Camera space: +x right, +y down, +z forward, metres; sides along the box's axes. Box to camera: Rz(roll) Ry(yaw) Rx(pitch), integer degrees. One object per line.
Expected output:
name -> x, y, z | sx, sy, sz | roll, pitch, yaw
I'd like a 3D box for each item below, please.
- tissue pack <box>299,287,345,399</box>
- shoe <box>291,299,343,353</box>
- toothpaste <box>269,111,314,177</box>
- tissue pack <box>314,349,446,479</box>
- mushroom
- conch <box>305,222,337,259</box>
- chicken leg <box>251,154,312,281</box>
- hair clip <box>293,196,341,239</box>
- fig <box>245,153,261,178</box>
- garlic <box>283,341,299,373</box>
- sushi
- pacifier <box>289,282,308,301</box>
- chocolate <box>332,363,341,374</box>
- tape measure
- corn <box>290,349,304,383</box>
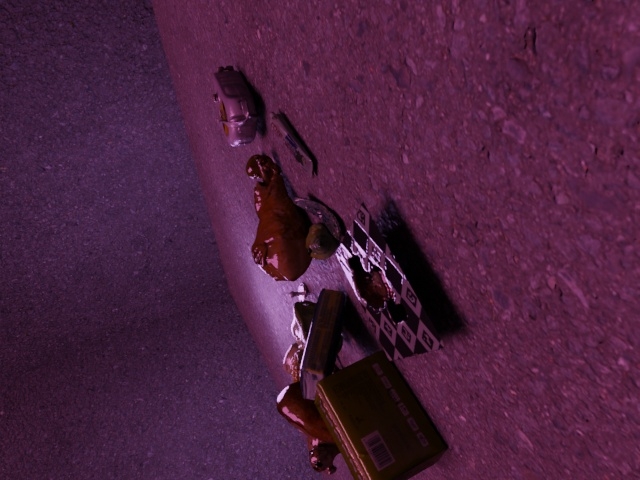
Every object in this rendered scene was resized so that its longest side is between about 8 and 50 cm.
tissue pack -> 0.006, 0.288, 1.349 | 0.185, 0.081, 0.257 | 91, -168, -50
shoe -> -0.011, 0.294, 1.576 | 0.262, 0.140, 0.128 | -125, 31, -51
toothpaste -> -0.075, -0.258, 1.260 | 0.233, 0.038, 0.060 | 56, 161, 27
tissue pack -> 0.135, 0.447, 1.191 | 0.274, 0.201, 0.167 | 56, 158, 33
mushroom -> -0.011, 0.640, 1.703 | 0.346, 0.259, 0.345 | 25, 164, 8
conch -> -0.003, 0.002, 1.304 | 0.201, 0.080, 0.094 | -135, 47, -70
chicken leg -> -0.139, -0.064, 1.515 | 0.295, 0.182, 0.409 | 79, 174, -82
hair clip -> -0.003, -0.068, 1.267 | 0.229, 0.036, 0.066 | 38, 151, 47
fig -> -0.210, -0.250, 1.618 | 0.074, 0.074, 0.087 | 106, 166, -63
garlic -> -0.110, 0.556, 2.194 | 0.128, 0.115, 0.206 | 52, 160, 27
sushi -> 0.142, 0.091, 0.985 | 0.293, 0.059, 0.292 | 64, 163, 14
pacifier -> -0.081, 0.187, 1.754 | 0.083, 0.064, 0.068 | 171, 96, -72
chocolate -> 0.048, 0.441, 1.675 | 0.072, 0.070, 0.147 | 86, 160, -56
tape measure -> -0.260, -0.392, 1.507 | 0.197, 0.120, 0.236 | 97, 152, -46
corn -> -0.044, 0.546, 1.954 | 0.144, 0.144, 0.387 | 57, 163, 32
